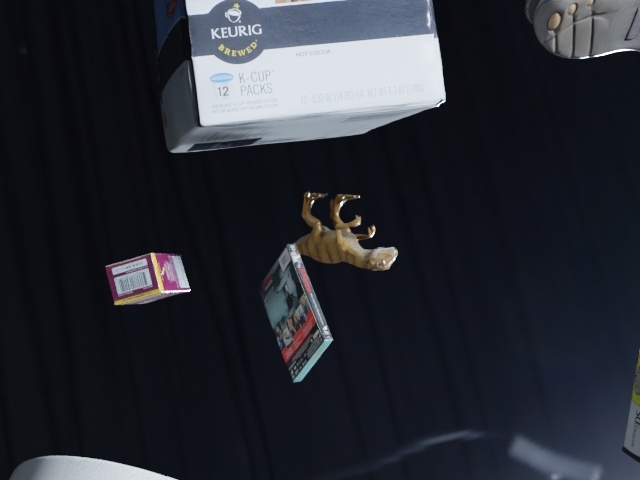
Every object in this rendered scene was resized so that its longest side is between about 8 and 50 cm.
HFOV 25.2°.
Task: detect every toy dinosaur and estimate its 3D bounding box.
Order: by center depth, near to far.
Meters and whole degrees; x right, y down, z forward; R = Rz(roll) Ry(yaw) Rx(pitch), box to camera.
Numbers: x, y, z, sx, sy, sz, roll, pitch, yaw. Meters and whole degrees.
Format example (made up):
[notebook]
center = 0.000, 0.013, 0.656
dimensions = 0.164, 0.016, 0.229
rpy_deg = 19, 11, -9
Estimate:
[toy dinosaur]
center = 0.000, 0.000, 1.703
dimensions = 0.064, 0.112, 0.211
rpy_deg = 3, 179, -40

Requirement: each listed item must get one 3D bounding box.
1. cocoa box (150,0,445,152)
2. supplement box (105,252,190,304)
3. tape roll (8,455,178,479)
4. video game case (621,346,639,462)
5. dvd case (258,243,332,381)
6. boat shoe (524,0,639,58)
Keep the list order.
[cocoa box]
center = -0.041, -0.218, 1.400
dimensions = 0.231, 0.228, 0.347
rpy_deg = -7, -179, -10
[supplement box]
center = -0.176, 0.039, 1.470
dimensions = 0.055, 0.043, 0.083
rpy_deg = -17, 174, 14
[tape roll]
center = -0.147, 0.342, 1.442
dimensions = 0.392, 0.072, 0.392
rpy_deg = 17, 149, 10
[video game case]
center = 0.426, 0.076, 1.512
dimensions = 0.275, 0.035, 0.248
rpy_deg = -30, 135, -33
[dvd case]
center = -0.028, 0.076, 1.502
dimensions = 0.013, 0.119, 0.087
rpy_deg = -5, 147, -31
[boat shoe]
center = 0.427, -0.321, 1.892
dimensions = 0.355, 0.130, 0.132
rpy_deg = 1, 134, -25
